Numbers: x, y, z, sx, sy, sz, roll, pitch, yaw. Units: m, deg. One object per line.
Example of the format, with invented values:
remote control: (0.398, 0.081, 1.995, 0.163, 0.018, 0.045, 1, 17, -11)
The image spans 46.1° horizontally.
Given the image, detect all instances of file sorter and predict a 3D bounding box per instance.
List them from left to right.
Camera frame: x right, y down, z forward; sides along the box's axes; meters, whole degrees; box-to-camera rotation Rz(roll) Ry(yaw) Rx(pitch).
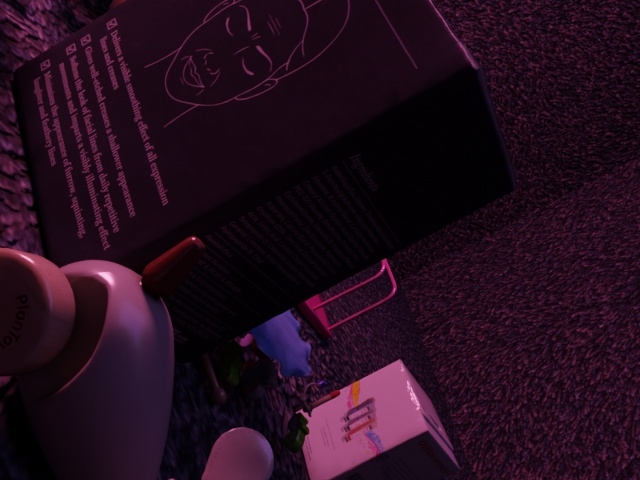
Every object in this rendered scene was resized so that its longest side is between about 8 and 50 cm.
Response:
file sorter: (0.000, 0.000, 1.438, 0.290, 0.182, 0.202, 55, 11, -38)

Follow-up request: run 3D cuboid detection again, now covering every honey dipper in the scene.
honey dipper: (-0.137, 0.106, 0.840, 0.160, 0.031, 0.030, 66, 10, 17)

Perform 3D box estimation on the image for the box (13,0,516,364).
box: (-0.061, -0.112, 0.747, 0.212, 0.396, 0.293, 47, 18, -58)

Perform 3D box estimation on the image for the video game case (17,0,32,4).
video game case: (-0.408, -0.387, 0.839, 0.183, 0.023, 0.201, 66, 9, 27)

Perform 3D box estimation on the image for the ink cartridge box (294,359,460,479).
ink cartridge box: (0.078, 0.278, 1.044, 0.128, 0.176, 0.127, 54, 12, -41)

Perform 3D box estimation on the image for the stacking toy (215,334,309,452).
stacking toy: (-0.085, 0.147, 0.962, 0.167, 0.052, 0.221, 53, 14, -34)

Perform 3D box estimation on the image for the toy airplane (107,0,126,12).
toy airplane: (-0.203, -0.367, 1.131, 0.384, 0.273, 0.385, -30, 116, -56)

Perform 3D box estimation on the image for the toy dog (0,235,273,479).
toy dog: (-0.105, 0.132, 0.514, 0.333, 0.161, 0.220, 60, 9, -7)

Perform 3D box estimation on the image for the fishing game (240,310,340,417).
fishing game: (-0.074, 0.095, 0.910, 0.264, 0.041, 0.189, 55, 11, 11)
